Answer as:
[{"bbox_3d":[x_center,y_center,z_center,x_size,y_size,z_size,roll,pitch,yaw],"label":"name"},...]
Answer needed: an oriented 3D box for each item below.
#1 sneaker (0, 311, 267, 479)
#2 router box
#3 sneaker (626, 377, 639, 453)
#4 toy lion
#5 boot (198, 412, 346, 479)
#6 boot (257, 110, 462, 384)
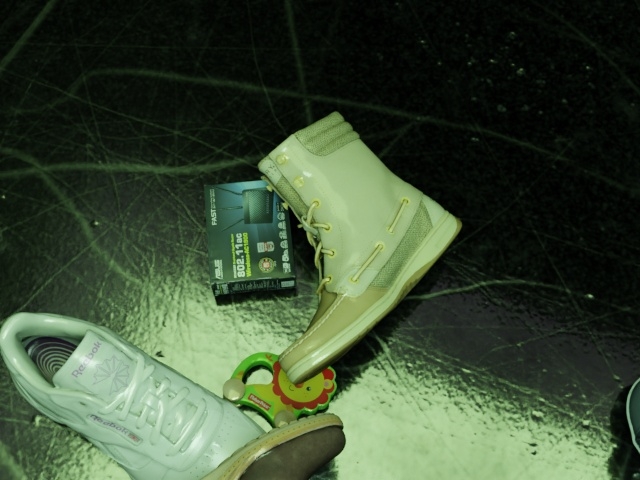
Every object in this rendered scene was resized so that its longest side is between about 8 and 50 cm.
[{"bbox_3d":[-0.179,0.163,0.840,0.305,0.152,0.114,25,67,8],"label":"sneaker"},{"bbox_3d":[-0.078,-0.005,0.972,0.092,0.038,0.122,-6,68,-3],"label":"router box"},{"bbox_3d":[0.389,0.230,0.791,0.126,0.127,0.321,-37,52,7],"label":"sneaker"},{"bbox_3d":[-0.038,0.149,0.915,0.100,0.034,0.096,29,63,11],"label":"toy lion"},{"bbox_3d":[-0.035,0.279,0.737,0.249,0.090,0.206,-27,72,-30],"label":"boot"},{"bbox_3d":[0.000,0.000,0.913,0.203,0.095,0.262,45,64,2],"label":"boot"}]
